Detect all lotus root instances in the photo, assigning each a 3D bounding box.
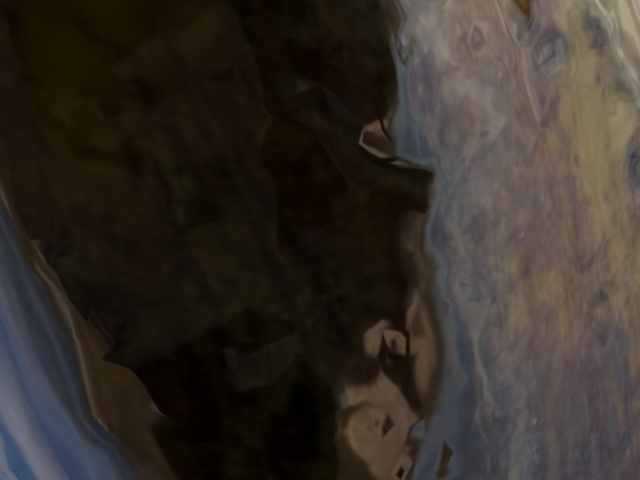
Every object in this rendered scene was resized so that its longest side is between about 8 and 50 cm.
[{"bbox_3d":[0.000,0.000,0.433,0.196,0.397,0.179,-27,-147,-23],"label":"lotus root"}]
